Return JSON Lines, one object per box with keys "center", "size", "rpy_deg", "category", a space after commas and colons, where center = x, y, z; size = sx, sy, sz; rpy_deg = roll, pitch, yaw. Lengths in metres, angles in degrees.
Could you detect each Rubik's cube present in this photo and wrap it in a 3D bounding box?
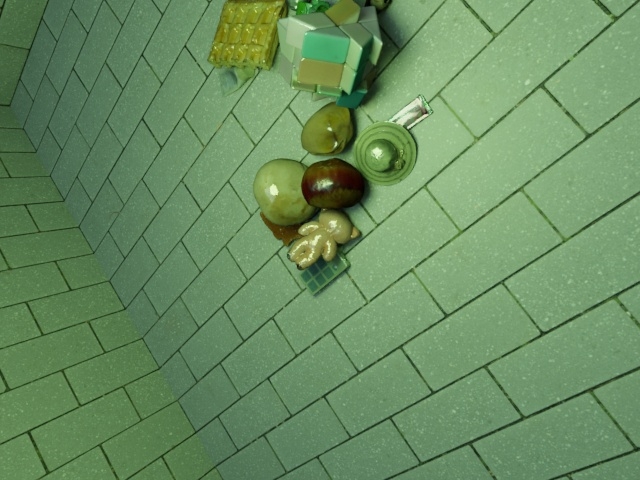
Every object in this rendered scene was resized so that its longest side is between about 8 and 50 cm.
{"center": [0.034, -0.658, 1.577], "size": [0.368, 0.387, 0.358], "rpy_deg": [53, 151, 26], "category": "Rubik's cube"}

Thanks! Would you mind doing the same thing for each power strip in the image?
{"center": [0.016, 0.128, 1.955], "size": [0.270, 0.046, 0.118], "rpy_deg": [-42, 76, 30], "category": "power strip"}

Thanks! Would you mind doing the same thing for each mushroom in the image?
{"center": [-0.158, -0.193, 1.902], "size": [0.290, 0.293, 0.292], "rpy_deg": [-18, 88, 64], "category": "mushroom"}

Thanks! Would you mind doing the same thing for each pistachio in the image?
{"center": [0.017, -0.445, 1.790], "size": [0.260, 0.163, 0.212], "rpy_deg": [8, 82, 45], "category": "pistachio"}

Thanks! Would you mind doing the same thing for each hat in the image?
{"center": [0.225, -0.315, 1.664], "size": [0.252, 0.110, 0.252], "rpy_deg": [8, 115, 19], "category": "hat"}

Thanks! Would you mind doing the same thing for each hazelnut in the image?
{"center": [0.048, -0.222, 1.747], "size": [0.217, 0.252, 0.217], "rpy_deg": [174, 90, -77], "category": "hazelnut"}

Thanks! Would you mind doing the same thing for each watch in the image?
{"center": [-0.014, -0.868, 1.752], "size": [0.152, 0.165, 0.131], "rpy_deg": [36, 120, 50], "category": "watch"}

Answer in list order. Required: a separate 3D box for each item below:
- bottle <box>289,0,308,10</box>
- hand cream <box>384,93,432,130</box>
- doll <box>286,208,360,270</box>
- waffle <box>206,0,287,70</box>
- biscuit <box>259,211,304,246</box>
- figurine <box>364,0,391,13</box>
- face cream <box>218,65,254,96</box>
{"center": [-0.074, -1.052, 1.777], "size": [0.096, 0.079, 0.253], "rpy_deg": [28, 114, 41], "category": "bottle"}
{"center": [0.284, -0.436, 1.686], "size": [0.275, 0.050, 0.079], "rpy_deg": [-33, 106, 27], "category": "hand cream"}
{"center": [0.000, 0.000, 1.855], "size": [0.303, 0.156, 0.201], "rpy_deg": [-41, 81, -2], "category": "doll"}
{"center": [-0.311, -0.889, 1.918], "size": [0.348, 0.077, 0.304], "rpy_deg": [17, 88, 30], "category": "waffle"}
{"center": [-0.168, -0.074, 2.039], "size": [0.280, 0.043, 0.183], "rpy_deg": [25, 108, 32], "category": "biscuit"}
{"center": [0.255, -0.936, 1.547], "size": [0.168, 0.187, 0.315], "rpy_deg": [49, 129, 11], "category": "figurine"}
{"center": [-0.399, -0.752, 2.060], "size": [0.224, 0.070, 0.114], "rpy_deg": [-8, 94, 46], "category": "face cream"}
